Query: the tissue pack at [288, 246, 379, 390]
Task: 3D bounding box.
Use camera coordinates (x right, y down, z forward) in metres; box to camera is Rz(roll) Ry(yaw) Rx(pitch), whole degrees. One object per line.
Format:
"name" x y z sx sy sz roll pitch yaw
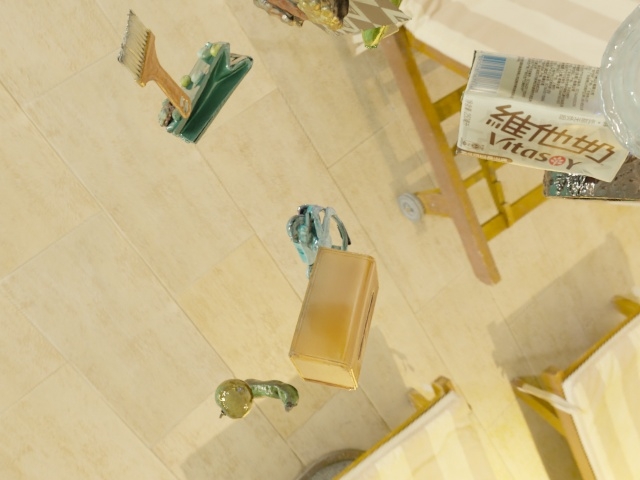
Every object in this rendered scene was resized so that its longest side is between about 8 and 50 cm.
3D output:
"tissue pack" 0.041 0.183 1.279 0.194 0.145 0.274 70 31 -59

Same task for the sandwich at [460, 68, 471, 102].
"sandwich" 0.454 -0.412 1.423 0.235 0.128 0.122 -3 113 -20

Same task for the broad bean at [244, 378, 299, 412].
"broad bean" -0.107 0.302 1.094 0.061 0.195 0.046 -27 108 -42

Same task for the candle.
"candle" 0.373 -0.158 0.522 0.330 0.187 0.187 -9 101 -46

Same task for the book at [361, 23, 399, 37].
"book" 0.166 -0.738 1.796 0.118 0.012 0.172 -31 86 -17

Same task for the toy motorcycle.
"toy motorcycle" 0.000 0.000 1.859 0.206 0.154 0.260 -34 112 -25

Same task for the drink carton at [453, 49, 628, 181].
"drink carton" 0.440 -0.242 1.082 0.194 0.324 0.132 71 36 -61

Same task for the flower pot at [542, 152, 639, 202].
"flower pot" 0.691 -0.230 1.333 0.266 0.266 0.267 2 93 -25

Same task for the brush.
"brush" -0.270 -0.276 0.939 0.017 0.314 0.090 10 84 4

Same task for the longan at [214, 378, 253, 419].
"longan" -0.162 0.295 1.006 0.075 0.075 0.083 39 97 -24

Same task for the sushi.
"sushi" -0.053 -0.312 0.680 0.264 0.290 0.050 27 97 -25

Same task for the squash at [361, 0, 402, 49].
"squash" 0.115 -0.435 1.013 0.066 0.201 0.066 4 62 -8

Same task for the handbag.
"handbag" -0.311 -0.388 1.395 0.100 0.269 0.274 36 91 -32
